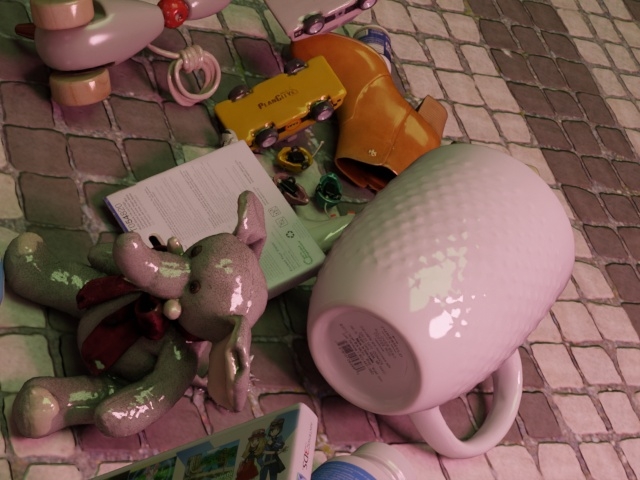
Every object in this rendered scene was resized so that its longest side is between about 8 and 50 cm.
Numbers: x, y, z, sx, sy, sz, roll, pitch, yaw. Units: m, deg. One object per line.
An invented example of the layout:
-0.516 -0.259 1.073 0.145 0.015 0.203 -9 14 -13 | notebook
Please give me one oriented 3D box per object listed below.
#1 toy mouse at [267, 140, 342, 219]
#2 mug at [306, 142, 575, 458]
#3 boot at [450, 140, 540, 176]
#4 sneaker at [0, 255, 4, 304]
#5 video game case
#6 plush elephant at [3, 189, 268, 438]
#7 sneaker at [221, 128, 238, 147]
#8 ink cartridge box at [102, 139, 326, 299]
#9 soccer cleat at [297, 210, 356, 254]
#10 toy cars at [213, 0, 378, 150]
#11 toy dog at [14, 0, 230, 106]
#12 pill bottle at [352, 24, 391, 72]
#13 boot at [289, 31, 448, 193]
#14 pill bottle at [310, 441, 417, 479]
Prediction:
-0.022 -0.074 1.943 0.161 0.031 0.143 -13 61 -43 | toy mouse
0.159 0.108 1.745 0.328 0.276 0.374 -42 115 -44 | mug
0.281 -0.066 2.123 0.165 0.077 0.213 19 38 -21 | boot
-0.411 -0.003 1.551 0.085 0.086 0.237 4 49 -31 | sneaker
-0.158 0.321 1.258 0.036 0.329 0.300 48 32 -31 | video game case
-0.174 0.077 1.513 0.330 0.255 0.271 16 44 -24 | plush elephant
-0.134 -0.123 1.901 0.037 0.032 0.083 -7 63 -16 | sneaker
-0.141 -0.006 1.762 0.224 0.045 0.223 -24 67 -26 | ink cartridge box
0.000 0.000 1.868 0.196 0.068 0.076 6 54 -23 | soccer cleat
-0.024 -0.280 2.031 0.177 0.087 0.393 18 66 9 | toy cars
-0.292 -0.309 1.877 0.161 0.220 0.334 24 20 36 | toy dog
0.084 -0.296 2.205 0.067 0.067 0.120 22 42 -18 | pill bottle
0.053 -0.194 2.063 0.295 0.104 0.211 30 47 -1 | boot
0.020 0.322 1.524 0.124 0.124 0.221 44 41 8 | pill bottle
